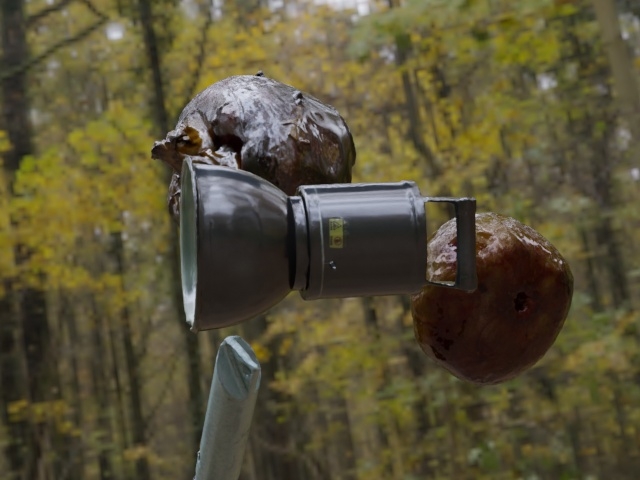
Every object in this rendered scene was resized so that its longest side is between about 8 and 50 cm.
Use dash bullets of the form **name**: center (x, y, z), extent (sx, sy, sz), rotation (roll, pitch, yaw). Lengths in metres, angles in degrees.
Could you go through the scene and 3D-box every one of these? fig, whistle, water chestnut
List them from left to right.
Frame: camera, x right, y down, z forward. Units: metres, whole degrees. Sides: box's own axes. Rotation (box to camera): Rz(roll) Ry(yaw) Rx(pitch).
- **whistle**: center (-0.118, 0.233, 1.817), extent (0.062, 0.062, 0.312), rotation (-6, -38, -17)
- **water chestnut**: center (-0.136, -0.111, 2.312), extent (0.347, 0.335, 0.335), rotation (1, -15, -38)
- **fig**: center (0.171, 0.032, 1.592), extent (0.191, 0.190, 0.290), rotation (-9, 27, -1)

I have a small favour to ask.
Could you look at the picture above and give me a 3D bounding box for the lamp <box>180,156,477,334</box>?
- **lamp**: center (0.000, 0.000, 1.206), extent (0.227, 0.147, 0.172), rotation (-2, 4, -11)
